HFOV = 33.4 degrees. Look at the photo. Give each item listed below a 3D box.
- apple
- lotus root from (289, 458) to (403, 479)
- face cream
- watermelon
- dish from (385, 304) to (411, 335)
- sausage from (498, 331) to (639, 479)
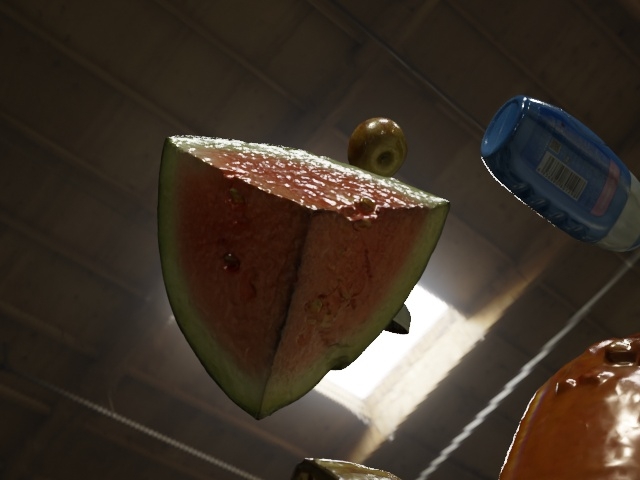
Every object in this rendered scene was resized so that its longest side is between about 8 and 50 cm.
[{"bbox_3d":[0.076,-0.119,1.406,0.084,0.071,0.084,-10,-56,-16],"label":"apple"},{"bbox_3d":[0.039,0.248,0.874,0.135,0.159,0.095,7,-36,-37],"label":"lotus root"},{"bbox_3d":[0.337,-0.081,1.405,0.264,0.083,0.149,34,-116,-17],"label":"face cream"},{"bbox_3d":[-0.007,0.006,0.703,0.137,0.193,0.145,-27,-13,41],"label":"watermelon"},{"bbox_3d":[0.067,0.061,1.404,0.141,0.141,0.078,34,-105,-34],"label":"dish"},{"bbox_3d":[0.126,0.159,0.405,0.141,0.268,0.153,8,-43,19],"label":"sausage"}]
